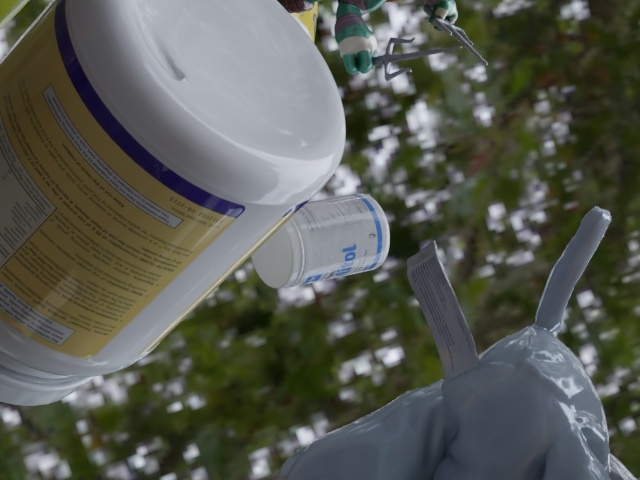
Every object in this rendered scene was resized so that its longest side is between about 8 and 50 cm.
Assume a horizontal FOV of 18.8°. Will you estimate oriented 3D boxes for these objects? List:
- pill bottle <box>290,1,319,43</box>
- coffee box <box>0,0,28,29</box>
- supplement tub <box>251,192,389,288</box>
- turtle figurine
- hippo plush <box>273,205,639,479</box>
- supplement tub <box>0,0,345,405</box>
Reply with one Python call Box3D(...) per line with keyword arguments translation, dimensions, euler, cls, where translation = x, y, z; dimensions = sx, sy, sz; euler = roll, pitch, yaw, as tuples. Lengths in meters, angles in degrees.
Box3D(translation=(-0.061, -0.222, 1.872), dimensions=(0.119, 0.119, 0.208), euler=(-39, -144, 48), cls="pill bottle")
Box3D(translation=(-0.251, -0.214, 0.641), dimensions=(0.337, 0.338, 0.334), euler=(-43, -152, 22), cls="coffee box")
Box3D(translation=(0.000, 0.000, 1.680), dimensions=(0.071, 0.107, 0.071), euler=(23, -61, 51), cls="supplement tub")
Box3D(translation=(0.049, -0.202, 1.573), dimensions=(0.234, 0.175, 0.118), euler=(10, -72, 38), cls="turtle figurine")
Box3D(translation=(0.107, 0.177, 1.218), dimensions=(0.234, 0.236, 0.294), euler=(-12, -115, 10), cls="hippo plush")
Box3D(translation=(-0.166, -0.045, 1.485), dimensions=(0.331, 0.241, 0.241), euler=(-42, -110, 32), cls="supplement tub")
